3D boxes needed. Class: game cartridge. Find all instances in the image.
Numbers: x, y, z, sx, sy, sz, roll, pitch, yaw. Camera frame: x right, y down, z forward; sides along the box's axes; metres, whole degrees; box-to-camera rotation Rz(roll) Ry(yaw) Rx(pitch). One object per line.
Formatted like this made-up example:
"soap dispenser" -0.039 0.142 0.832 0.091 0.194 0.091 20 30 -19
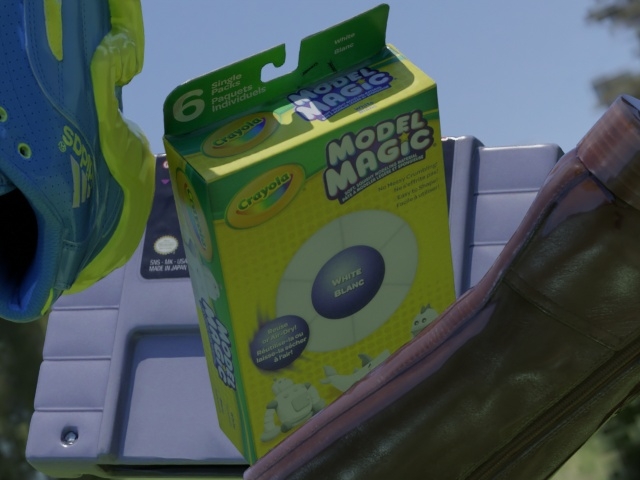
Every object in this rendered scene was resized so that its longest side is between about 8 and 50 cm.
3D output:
"game cartridge" -0.016 0.044 1.305 0.355 0.230 0.068 -3 -21 19

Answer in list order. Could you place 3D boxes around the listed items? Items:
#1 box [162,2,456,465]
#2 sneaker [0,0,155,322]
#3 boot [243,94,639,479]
"box" 0.000 0.000 0.782 0.105 0.043 0.179 -24 -51 -19
"sneaker" -0.114 -0.079 0.688 0.091 0.240 0.126 -9 25 13
"boot" 0.054 0.036 0.386 0.106 0.037 0.114 30 -69 -28
